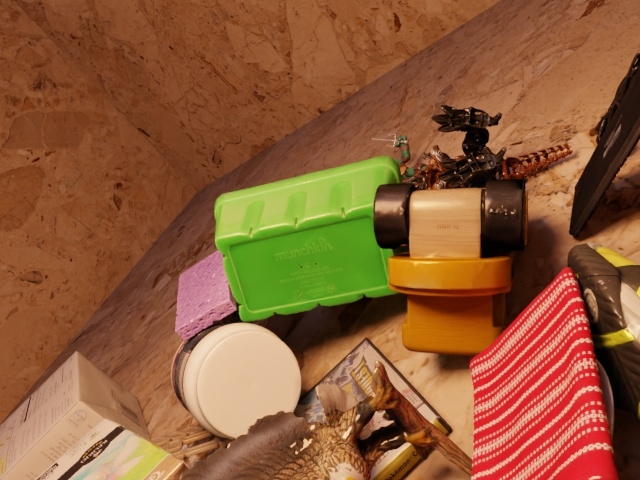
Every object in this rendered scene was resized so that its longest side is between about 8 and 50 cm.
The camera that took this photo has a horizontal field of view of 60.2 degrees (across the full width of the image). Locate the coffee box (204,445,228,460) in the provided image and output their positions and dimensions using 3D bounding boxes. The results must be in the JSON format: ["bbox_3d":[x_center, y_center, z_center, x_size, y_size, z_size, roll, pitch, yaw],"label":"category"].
[{"bbox_3d":[-0.218,0.447,0.953,0.184,0.040,0.113,-39,20,4],"label":"coffee box"}]

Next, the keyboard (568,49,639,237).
[{"bbox_3d":[0.423,-0.160,0.770,0.317,0.033,0.201,91,-160,-54],"label":"keyboard"}]

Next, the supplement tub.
[{"bbox_3d":[-0.156,0.243,0.985,0.191,0.191,0.272,-49,11,-20],"label":"supplement tub"}]

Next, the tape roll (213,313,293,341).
[{"bbox_3d":[-0.172,0.151,1.214,0.219,0.219,0.072,-47,21,-15],"label":"tape roll"}]

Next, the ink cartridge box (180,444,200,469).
[{"bbox_3d":[-0.333,0.474,1.063,0.198,0.067,0.115,-49,22,-21],"label":"ink cartridge box"}]

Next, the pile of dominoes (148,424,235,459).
[{"bbox_3d":[-0.258,0.389,1.016,0.251,0.040,0.196,-13,-3,-16],"label":"pile of dominoes"}]

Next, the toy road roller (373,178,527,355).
[{"bbox_3d":[0.205,0.036,0.836,0.203,0.240,0.330,0,2,21],"label":"toy road roller"}]

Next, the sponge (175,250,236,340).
[{"bbox_3d":[-0.224,0.098,1.078,0.117,0.031,0.210,-32,28,5],"label":"sponge"}]

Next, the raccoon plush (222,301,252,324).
[{"bbox_3d":[-0.123,0.075,1.332,0.447,0.216,0.299,-29,32,29],"label":"raccoon plush"}]

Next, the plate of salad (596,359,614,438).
[{"bbox_3d":[0.240,0.209,0.572,0.200,0.048,0.199,-154,90,-88],"label":"plate of salad"}]

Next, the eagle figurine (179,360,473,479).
[{"bbox_3d":[0.000,0.280,0.604,0.298,0.225,0.226,-44,53,-14],"label":"eagle figurine"}]

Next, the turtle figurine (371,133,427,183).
[{"bbox_3d":[0.187,-0.175,1.387,0.234,0.118,0.175,26,83,51],"label":"turtle figurine"}]

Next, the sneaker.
[{"bbox_3d":[0.359,0.111,0.540,0.147,0.145,0.384,-8,23,3],"label":"sneaker"}]

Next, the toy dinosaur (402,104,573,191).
[{"bbox_3d":[0.292,-0.143,1.059,0.322,0.218,0.164,-30,58,9],"label":"toy dinosaur"}]

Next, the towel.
[{"bbox_3d":[0.213,0.174,0.575,0.198,0.031,0.274,-61,4,38],"label":"towel"}]

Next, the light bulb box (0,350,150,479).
[{"bbox_3d":[-0.614,0.502,1.277,0.361,0.225,0.358,-47,22,-12],"label":"light bulb box"}]

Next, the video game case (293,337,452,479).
[{"bbox_3d":[0.035,0.290,0.835,0.248,0.035,0.275,-43,21,-3],"label":"video game case"}]

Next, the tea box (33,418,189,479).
[{"bbox_3d":[-0.291,0.435,0.683,0.329,0.219,0.324,-43,20,-33],"label":"tea box"}]

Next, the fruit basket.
[{"bbox_3d":[0.000,0.000,1.095,0.393,0.282,0.392,-14,18,4],"label":"fruit basket"}]
